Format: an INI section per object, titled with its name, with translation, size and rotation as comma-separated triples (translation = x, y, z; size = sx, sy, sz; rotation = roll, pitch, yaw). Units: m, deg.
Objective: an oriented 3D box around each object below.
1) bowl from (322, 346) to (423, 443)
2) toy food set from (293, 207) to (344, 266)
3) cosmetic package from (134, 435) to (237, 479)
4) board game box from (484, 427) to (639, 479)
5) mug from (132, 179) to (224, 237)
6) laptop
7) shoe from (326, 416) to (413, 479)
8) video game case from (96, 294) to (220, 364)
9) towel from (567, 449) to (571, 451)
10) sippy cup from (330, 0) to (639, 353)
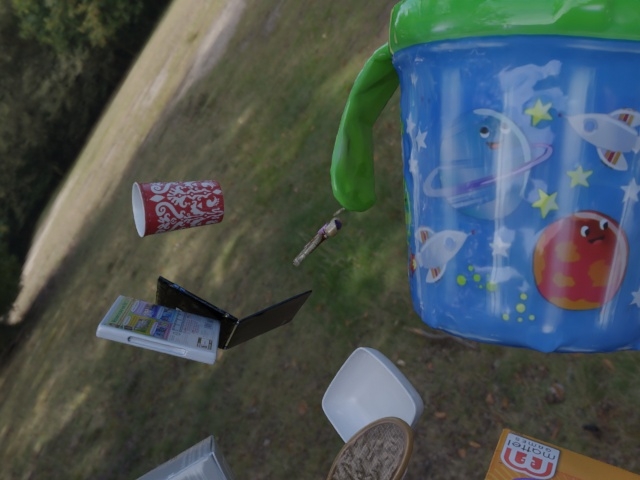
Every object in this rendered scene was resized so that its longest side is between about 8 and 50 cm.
[bowl]
translation = 0.083, 0.241, 1.107
size = 0.142, 0.053, 0.142
rotation = 48, 120, 32
[toy food set]
translation = 0.000, 0.000, 1.162
size = 0.122, 0.019, 0.078
rotation = -48, 6, -15
[cosmetic package]
translation = -0.247, 0.412, 1.160
size = 0.238, 0.107, 0.127
rotation = -27, 3, -9
[board game box]
translation = 0.258, 0.454, 0.646
size = 0.356, 0.356, 0.356
rotation = -36, -42, -60
[mug]
translation = -0.301, -0.073, 1.578
size = 0.150, 0.169, 0.113
rotation = -176, 79, -67
[laptop]
translation = -0.183, 0.123, 1.515
size = 0.136, 0.264, 0.234
rotation = -61, 1, -25
[shoe]
translation = 0.044, 0.298, 0.906
size = 0.219, 0.076, 0.058
rotation = -58, -24, 13
[video game case]
translation = -0.271, 0.151, 1.303
size = 0.212, 0.193, 0.023
rotation = -122, 48, -79
[towel]
translation = 0.269, 0.414, 1.164
size = 0.285, 0.209, 0.034
rotation = -31, 62, 4
[sippy cup]
translation = 0.155, -0.044, 0.532
size = 0.305, 0.240, 0.224
rotation = -158, 73, -74
